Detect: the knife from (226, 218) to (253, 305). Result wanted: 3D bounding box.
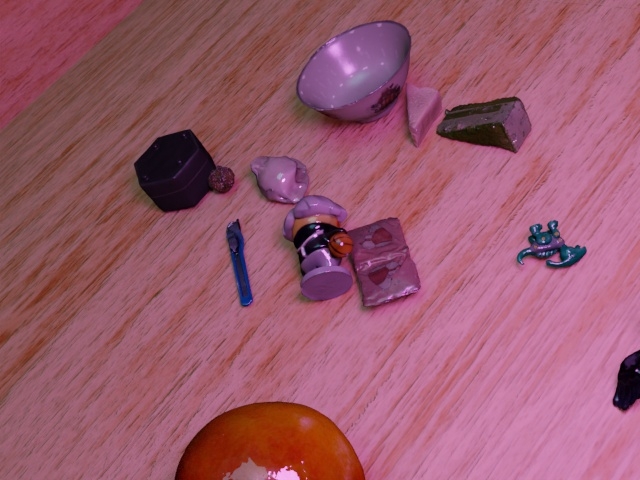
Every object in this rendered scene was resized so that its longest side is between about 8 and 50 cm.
[{"bbox_3d":[-0.206,0.049,1.578,0.044,0.026,0.296,-18,47,-1],"label":"knife"}]

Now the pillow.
[{"bbox_3d":[0.139,0.045,1.386,0.135,0.049,0.248,-22,44,9],"label":"pillow"}]

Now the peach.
[{"bbox_3d":[-0.078,0.429,1.046,0.332,0.308,0.308,9,59,17],"label":"peach"}]

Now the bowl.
[{"bbox_3d":[0.116,-0.425,1.683,0.337,0.157,0.337,-19,46,21],"label":"bowl"}]

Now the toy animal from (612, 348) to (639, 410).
[{"bbox_3d":[0.581,0.162,0.996,0.272,0.160,0.197,-45,41,44],"label":"toy animal"}]

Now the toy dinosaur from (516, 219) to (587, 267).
[{"bbox_3d":[0.456,0.016,1.240,0.132,0.059,0.096,-18,54,4],"label":"toy dinosaur"}]

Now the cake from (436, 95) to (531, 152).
[{"bbox_3d":[0.397,-0.275,1.514,0.100,0.099,0.235,-55,29,-17],"label":"cake"}]

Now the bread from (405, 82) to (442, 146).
[{"bbox_3d":[0.238,-0.325,1.602,0.105,0.077,0.152,19,62,32],"label":"bread"}]

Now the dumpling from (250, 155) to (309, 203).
[{"bbox_3d":[-0.102,-0.178,1.665,0.150,0.092,0.176,-40,40,-25],"label":"dumpling"}]

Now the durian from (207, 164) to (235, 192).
[{"bbox_3d":[-0.279,-0.171,1.755,0.080,0.080,0.091,-32,41,2],"label":"durian"}]

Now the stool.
[{"bbox_3d":[-0.422,-0.205,1.811,0.232,0.141,0.232,-15,50,18],"label":"stool"}]

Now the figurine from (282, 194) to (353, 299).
[{"bbox_3d":[0.000,0.000,1.417,0.176,0.133,0.236,-44,44,35],"label":"figurine"}]
